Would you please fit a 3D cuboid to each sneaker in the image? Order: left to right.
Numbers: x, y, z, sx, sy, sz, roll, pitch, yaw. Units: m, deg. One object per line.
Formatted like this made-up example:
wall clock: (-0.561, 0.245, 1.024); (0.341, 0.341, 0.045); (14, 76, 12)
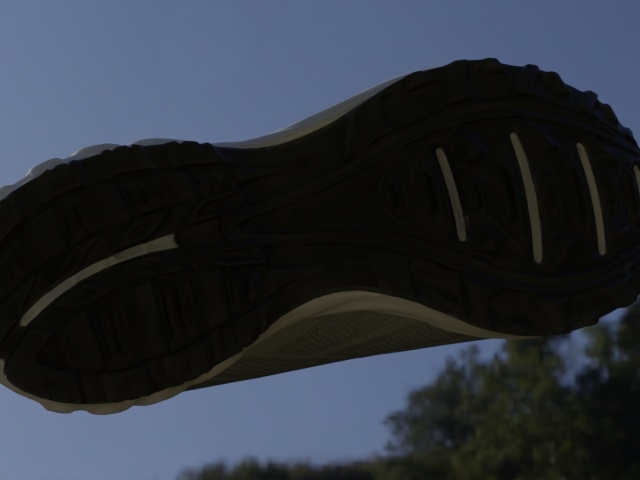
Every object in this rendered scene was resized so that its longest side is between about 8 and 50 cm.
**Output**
sneaker: (0.000, 0.000, 0.586); (0.271, 0.100, 0.108); (-8, -6, -20)
